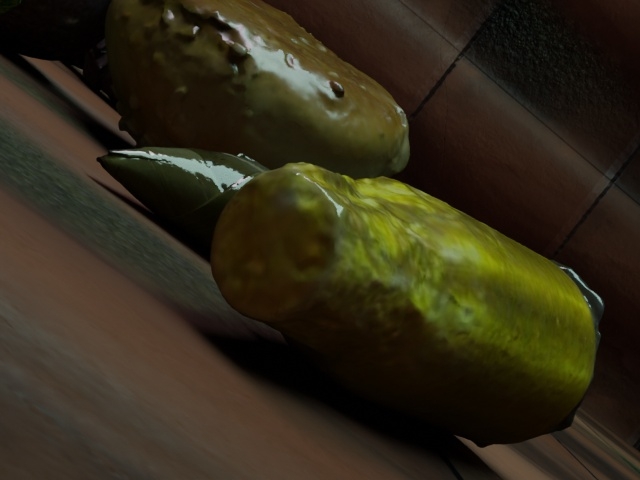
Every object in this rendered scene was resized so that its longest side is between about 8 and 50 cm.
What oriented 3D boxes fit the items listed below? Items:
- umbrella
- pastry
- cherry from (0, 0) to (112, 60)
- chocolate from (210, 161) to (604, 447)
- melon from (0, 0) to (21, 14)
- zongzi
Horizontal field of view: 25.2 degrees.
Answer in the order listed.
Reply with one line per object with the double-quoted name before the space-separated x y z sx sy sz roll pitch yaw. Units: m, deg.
"umbrella" -0.256 -0.225 1.764 0.090 0.094 0.326 14 19 -46
"pastry" -0.077 -0.119 1.335 0.316 0.184 0.284 40 15 28
"cherry" -0.266 -0.252 1.386 0.140 0.176 0.176 67 11 13
"chocolate" 0.064 0.033 0.931 0.162 0.162 0.445 39 5 26
"melon" -0.376 -0.293 1.091 0.323 0.124 0.196 27 9 -44
"zongzi" -0.054 -0.014 1.035 0.160 0.078 0.176 28 5 27
